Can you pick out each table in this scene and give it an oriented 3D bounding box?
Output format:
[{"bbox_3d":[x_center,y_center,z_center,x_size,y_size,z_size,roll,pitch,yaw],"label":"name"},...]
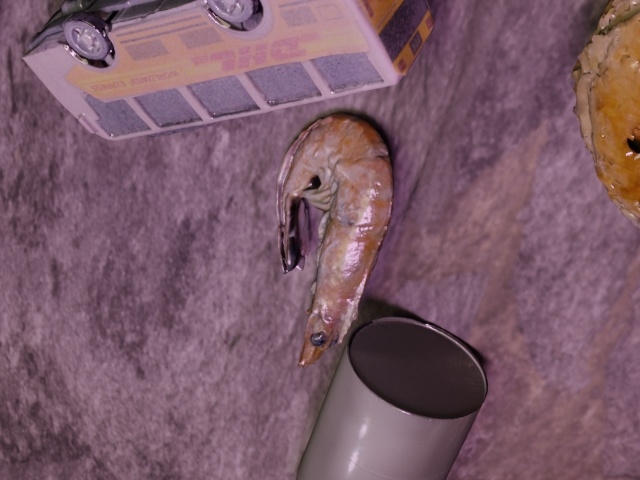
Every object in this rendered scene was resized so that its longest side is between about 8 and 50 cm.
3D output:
[{"bbox_3d":[0.050,0.189,1.042,0.126,0.126,0.220,31,126,16],"label":"table"}]

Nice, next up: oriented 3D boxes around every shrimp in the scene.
[{"bbox_3d":[0.000,0.000,1.014,0.126,0.047,0.223,26,109,38],"label":"shrimp"}]

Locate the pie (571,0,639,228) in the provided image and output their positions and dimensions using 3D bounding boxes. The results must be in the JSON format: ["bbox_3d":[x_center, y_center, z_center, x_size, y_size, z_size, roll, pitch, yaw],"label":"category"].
[{"bbox_3d":[0.287,-0.080,0.747,0.308,0.085,0.308,20,141,17],"label":"pie"}]

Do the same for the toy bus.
[{"bbox_3d":[-0.082,-0.165,0.938,0.343,0.097,0.138,-7,132,40],"label":"toy bus"}]
